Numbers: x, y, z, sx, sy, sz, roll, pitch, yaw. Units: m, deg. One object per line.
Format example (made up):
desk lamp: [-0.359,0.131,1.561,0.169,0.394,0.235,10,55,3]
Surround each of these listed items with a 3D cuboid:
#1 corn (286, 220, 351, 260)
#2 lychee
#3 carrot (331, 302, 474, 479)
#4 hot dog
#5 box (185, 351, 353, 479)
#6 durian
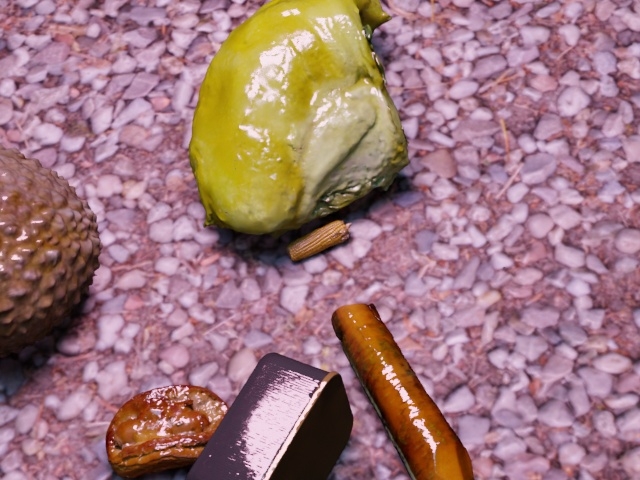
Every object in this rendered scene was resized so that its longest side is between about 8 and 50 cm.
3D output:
corn: [0.000,0.000,1.995,0.083,0.027,0.028,-26,44,-7]
lychee: [-0.382,0.009,1.904,0.274,0.255,0.255,-8,56,-16]
carrot: [0.088,0.174,1.853,0.070,0.070,0.260,-25,56,-9]
hot dog: [-0.166,0.213,1.857,0.147,0.065,0.099,-11,47,2]
box: [-0.055,0.229,1.788,0.090,0.144,0.201,21,64,22]
durian: [-0.025,-0.157,1.997,0.339,0.204,0.256,-31,71,-12]
